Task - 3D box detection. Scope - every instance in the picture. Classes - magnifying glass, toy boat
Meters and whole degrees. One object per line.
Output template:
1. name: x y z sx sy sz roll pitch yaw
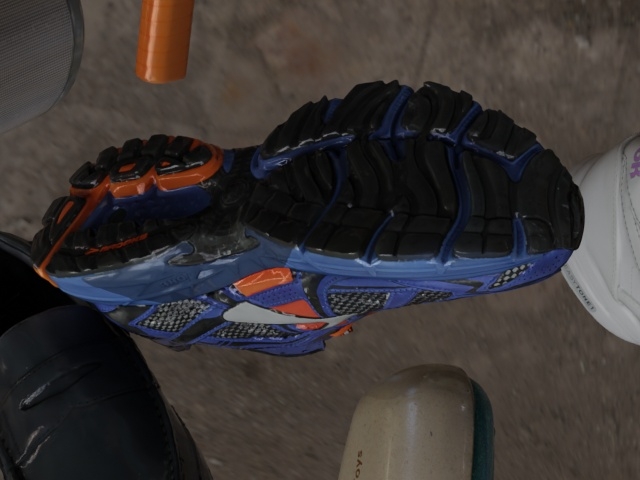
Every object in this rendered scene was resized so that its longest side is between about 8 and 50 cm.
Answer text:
1. magnifying glass: -0.067 -0.189 0.873 0.026 0.092 0.231 31 123 34
2. toy boat: 0.119 0.237 1.474 0.148 0.318 0.267 14 80 -20

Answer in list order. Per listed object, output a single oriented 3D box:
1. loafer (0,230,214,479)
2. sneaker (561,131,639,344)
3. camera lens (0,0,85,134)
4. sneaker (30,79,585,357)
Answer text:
1. loafer: -0.102 0.066 0.694 0.076 0.078 0.223 -31 34 -8
2. sneaker: 0.249 0.066 0.945 0.114 0.152 0.305 -42 89 -22
3. camera lens: -0.374 -0.186 1.658 0.219 0.274 0.219 13 117 26
4. sneaker: 0.000 0.000 0.660 0.221 0.087 0.083 -3 54 34
